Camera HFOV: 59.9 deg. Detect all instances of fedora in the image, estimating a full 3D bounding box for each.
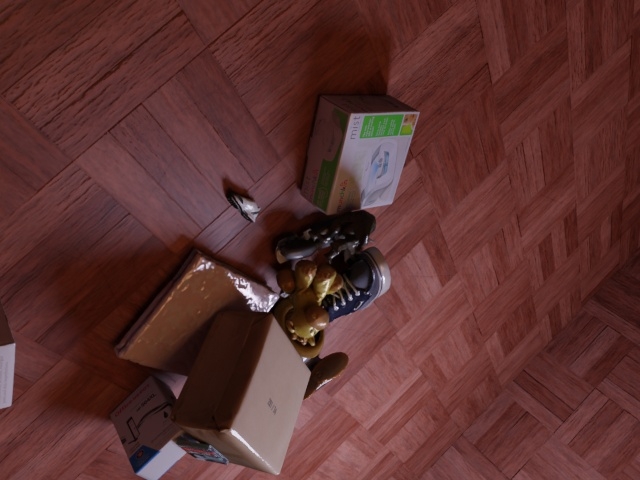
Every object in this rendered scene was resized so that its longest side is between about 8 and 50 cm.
[{"bbox_3d":[-0.075,0.258,1.596,0.194,0.194,0.079,8,150,-45],"label":"fedora"}]

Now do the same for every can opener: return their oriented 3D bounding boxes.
[{"bbox_3d":[0.000,0.000,1.493,0.280,0.093,0.074,-23,132,-34],"label":"can opener"}]

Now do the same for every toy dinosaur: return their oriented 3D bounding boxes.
[{"bbox_3d":[0.072,-0.028,1.368,0.160,0.121,0.313,-36,175,-15],"label":"toy dinosaur"}]

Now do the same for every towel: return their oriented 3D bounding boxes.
[{"bbox_3d":[-0.298,0.202,1.402,0.317,0.053,0.332,-52,141,1],"label":"towel"}]

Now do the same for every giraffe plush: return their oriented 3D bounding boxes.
[{"bbox_3d":[-0.038,0.177,1.462,0.181,0.171,0.210,18,139,-27],"label":"giraffe plush"}]

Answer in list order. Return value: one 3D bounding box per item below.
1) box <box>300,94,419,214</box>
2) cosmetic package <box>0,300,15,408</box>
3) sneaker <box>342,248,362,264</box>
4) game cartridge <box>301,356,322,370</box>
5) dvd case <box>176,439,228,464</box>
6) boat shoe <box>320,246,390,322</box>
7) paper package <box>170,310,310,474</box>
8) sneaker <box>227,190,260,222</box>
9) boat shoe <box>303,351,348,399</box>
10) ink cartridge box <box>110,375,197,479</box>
[{"bbox_3d":[0.091,-0.218,1.377,0.231,0.126,0.262,-11,128,-38],"label":"box"},{"bbox_3d":[-0.645,0.197,0.985,0.151,0.183,0.151,-5,123,-39],"label":"cosmetic package"},{"bbox_3d":[0.104,0.040,1.633,0.068,0.071,0.170,-27,155,7],"label":"sneaker"},{"bbox_3d":[-0.150,0.490,1.752,0.355,0.068,0.230,-49,144,-1],"label":"game cartridge"},{"bbox_3d":[-0.279,0.504,1.318,0.119,0.087,0.013,68,30,-48],"label":"dvd case"},{"bbox_3d":[0.084,0.142,1.573,0.158,0.127,0.341,-24,158,-19],"label":"boat shoe"},{"bbox_3d":[-0.180,0.378,1.386,0.325,0.168,0.310,65,36,-47],"label":"paper package"},{"bbox_3d":[-0.180,-0.088,1.304,0.044,0.040,0.109,-58,145,-15],"label":"sneaker"},{"bbox_3d":[-0.004,0.421,1.744,0.207,0.073,0.073,-34,174,-13],"label":"boat shoe"},{"bbox_3d":[-0.416,0.463,1.381,0.148,0.203,0.086,-44,137,-7],"label":"ink cartridge box"}]
